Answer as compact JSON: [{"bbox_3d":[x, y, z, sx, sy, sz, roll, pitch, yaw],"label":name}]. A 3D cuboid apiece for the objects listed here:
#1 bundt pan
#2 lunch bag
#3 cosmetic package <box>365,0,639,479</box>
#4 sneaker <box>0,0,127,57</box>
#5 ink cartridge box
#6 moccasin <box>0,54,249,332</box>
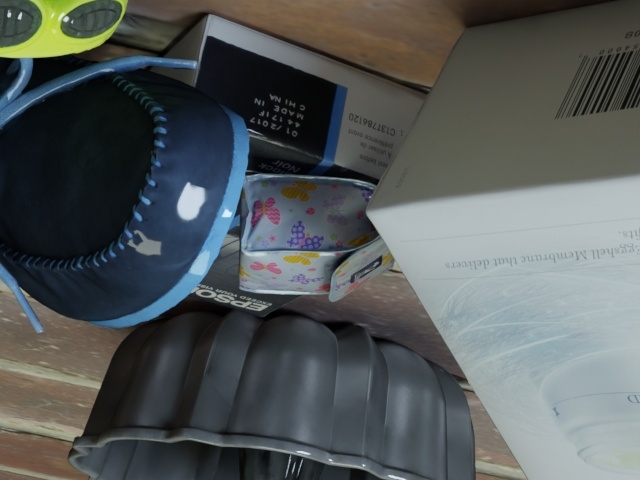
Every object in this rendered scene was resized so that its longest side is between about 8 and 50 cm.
[{"bbox_3d":[-0.025,0.145,1.342,0.330,0.124,0.331,10,160,4],"label":"bundt pan"},{"bbox_3d":[0.000,0.000,0.870,0.083,0.053,0.071,1,161,-4],"label":"lunch bag"},{"bbox_3d":[0.180,0.015,0.762,0.224,0.138,0.225,-7,130,37],"label":"cosmetic package"},{"bbox_3d":[-0.214,-0.155,0.697,0.295,0.109,0.123,14,-171,-25],"label":"sneaker"},{"bbox_3d":[-0.060,-0.023,0.999,0.165,0.065,0.332,17,160,-21],"label":"ink cartridge box"},{"bbox_3d":[-0.156,-0.032,0.829,0.117,0.138,0.342,26,169,-30],"label":"moccasin"}]
